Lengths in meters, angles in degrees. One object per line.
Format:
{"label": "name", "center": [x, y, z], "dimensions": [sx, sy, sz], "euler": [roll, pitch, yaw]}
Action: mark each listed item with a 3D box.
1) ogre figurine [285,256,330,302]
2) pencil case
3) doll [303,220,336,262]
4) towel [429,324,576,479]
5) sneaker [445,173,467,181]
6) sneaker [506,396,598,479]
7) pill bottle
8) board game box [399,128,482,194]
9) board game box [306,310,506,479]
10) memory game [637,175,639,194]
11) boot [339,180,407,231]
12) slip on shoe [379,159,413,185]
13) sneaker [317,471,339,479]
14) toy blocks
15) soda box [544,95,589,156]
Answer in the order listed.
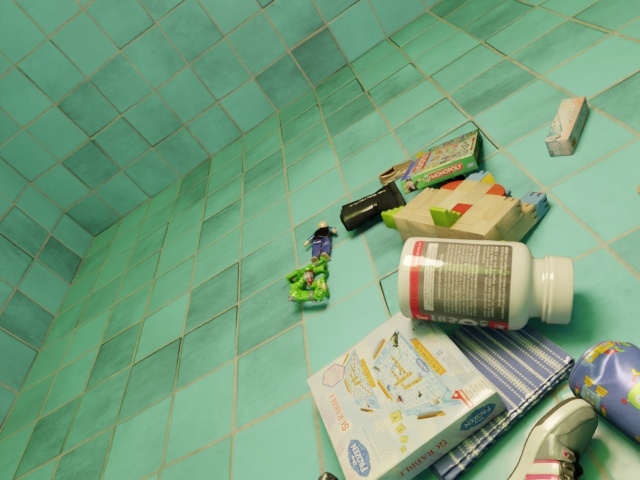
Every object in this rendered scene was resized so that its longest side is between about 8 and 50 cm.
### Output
{"label": "ogre figurine", "center": [-0.037, 0.124, 1.425], "dimensions": [0.118, 0.097, 0.197], "euler": [-16, 49, 13]}
{"label": "pencil case", "center": [0.523, 0.262, 0.675], "dimensions": [0.133, 0.119, 0.306], "euler": [-55, 33, 3]}
{"label": "doll", "center": [0.000, 0.000, 1.581], "dimensions": [0.128, 0.046, 0.189], "euler": [-22, 37, 23]}
{"label": "towel", "center": [0.304, 0.291, 0.946], "dimensions": [0.336, 0.040, 0.243], "euler": [-40, 30, -4]}
{"label": "sneaker", "center": [0.395, -0.196, 1.436], "dimensions": [0.109, 0.040, 0.044], "euler": [-15, 42, 34]}
{"label": "sneaker", "center": [0.362, 0.386, 0.676], "dimensions": [0.296, 0.123, 0.178], "euler": [-53, 29, -7]}
{"label": "pill bottle", "center": [0.330, 0.087, 0.958], "dimensions": [0.318, 0.176, 0.177], "euler": [3, 49, 22]}
{"label": "board game box", "center": [0.370, -0.241, 1.410], "dimensions": [0.213, 0.046, 0.317], "euler": [-18, 17, 27]}
{"label": "board game box", "center": [0.152, 0.314, 0.970], "dimensions": [0.317, 0.066, 0.319], "euler": [-36, 29, 1]}
{"label": "memory game", "center": [0.780, -0.127, 0.997], "dimensions": [0.186, 0.012, 0.186], "euler": [-26, 35, 19]}
{"label": "boot", "center": [0.169, -0.079, 1.463], "dimensions": [0.207, 0.094, 0.247], "euler": [-28, 27, 10]}
{"label": "slip on shoe", "center": [0.262, -0.241, 1.619], "dimensions": [0.135, 0.041, 0.051], "euler": [-32, 33, 11]}
{"label": "sneaker", "center": [-0.010, 0.567, 0.846], "dimensions": [0.122, 0.110, 0.283], "euler": [-27, 34, 24]}
{"label": "toy blocks", "center": [0.384, -0.076, 1.206], "dimensions": [0.260, 0.191, 0.381], "euler": [-40, 31, -23]}
{"label": "soda box", "center": [0.675, -0.312, 1.284], "dimensions": [0.062, 0.058, 0.183], "euler": [3, 50, 46]}
